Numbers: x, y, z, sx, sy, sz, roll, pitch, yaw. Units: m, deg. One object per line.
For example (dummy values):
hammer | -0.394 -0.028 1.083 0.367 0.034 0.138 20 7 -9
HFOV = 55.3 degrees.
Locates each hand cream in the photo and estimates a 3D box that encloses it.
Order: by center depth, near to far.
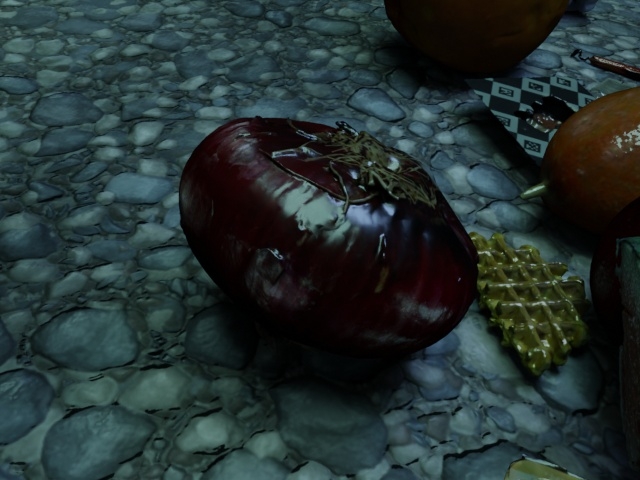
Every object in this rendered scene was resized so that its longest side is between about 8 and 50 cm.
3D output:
hand cream | 0.515 -0.264 1.093 0.057 0.037 0.165 31 41 27

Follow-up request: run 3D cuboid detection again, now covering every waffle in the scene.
waffle | 0.213 0.058 0.690 0.192 0.046 0.161 34 49 29

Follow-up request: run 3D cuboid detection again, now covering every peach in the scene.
peach | 0.259 -0.463 1.081 0.302 0.342 0.342 -29 48 -2

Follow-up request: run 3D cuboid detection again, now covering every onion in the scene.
onion | 0.000 0.000 0.613 0.314 0.232 0.314 29 21 -12

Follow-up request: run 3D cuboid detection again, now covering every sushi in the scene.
sushi | 0.366 -0.178 0.968 0.220 0.047 0.231 -7 47 -19

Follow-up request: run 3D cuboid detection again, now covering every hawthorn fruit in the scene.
hawthorn fruit | 0.371 -0.085 0.774 0.252 0.199 0.199 -18 45 -2

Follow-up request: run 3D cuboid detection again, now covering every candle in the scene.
candle | 0.566 -0.337 1.179 0.167 0.021 0.026 28 46 24

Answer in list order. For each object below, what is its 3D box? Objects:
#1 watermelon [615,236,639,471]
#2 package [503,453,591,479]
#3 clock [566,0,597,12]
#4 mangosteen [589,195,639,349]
watermelon | 0.303 0.139 0.437 0.213 0.201 0.261 18 35 14
package | 0.250 0.264 0.376 0.312 0.164 0.221 15 43 13
clock | 0.474 -0.581 1.352 0.254 0.188 0.188 -10 43 -5
mangosteen | 0.398 0.017 0.590 0.236 0.261 0.235 2 40 -2
